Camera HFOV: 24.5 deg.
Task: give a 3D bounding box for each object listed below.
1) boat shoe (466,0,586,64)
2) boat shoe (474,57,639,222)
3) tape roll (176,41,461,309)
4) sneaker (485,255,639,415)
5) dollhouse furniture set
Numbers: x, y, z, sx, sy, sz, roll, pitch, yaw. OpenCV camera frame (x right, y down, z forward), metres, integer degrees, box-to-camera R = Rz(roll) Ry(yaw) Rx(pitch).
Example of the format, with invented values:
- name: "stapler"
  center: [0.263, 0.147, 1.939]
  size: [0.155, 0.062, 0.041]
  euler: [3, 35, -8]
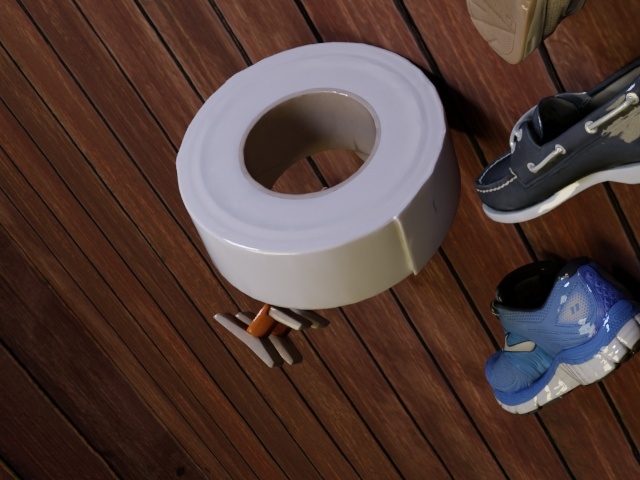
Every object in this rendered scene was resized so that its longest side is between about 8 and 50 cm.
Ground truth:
- name: "boat shoe"
  center: [0.178, -0.243, 1.151]
  size: [0.103, 0.092, 0.285]
  euler: [48, 164, 18]
- name: "boat shoe"
  center: [0.230, -0.096, 1.333]
  size: [0.091, 0.114, 0.302]
  euler: [46, 146, -14]
- name: "tape roll"
  center: [0.000, -0.070, 1.519]
  size: [0.286, 0.286, 0.100]
  euler: [27, 154, 32]
- name: "sneaker"
  center: [0.260, 0.094, 1.652]
  size: [0.147, 0.129, 0.330]
  euler: [54, 156, 7]
- name: "dollhouse furniture set"
  center: [0.000, 0.000, 1.730]
  size: [0.135, 0.262, 0.259]
  euler: [38, -170, 14]
